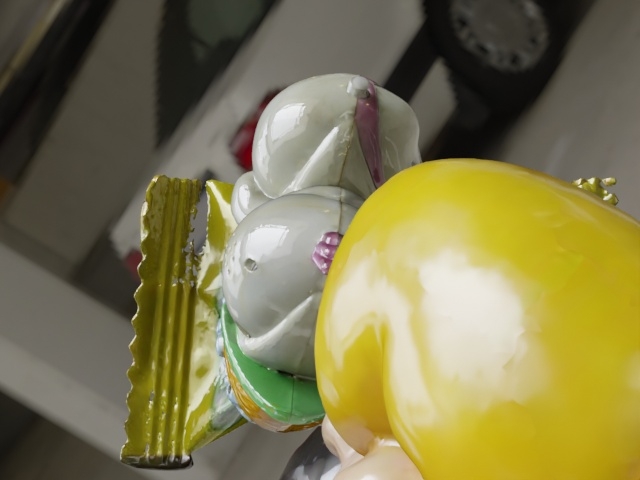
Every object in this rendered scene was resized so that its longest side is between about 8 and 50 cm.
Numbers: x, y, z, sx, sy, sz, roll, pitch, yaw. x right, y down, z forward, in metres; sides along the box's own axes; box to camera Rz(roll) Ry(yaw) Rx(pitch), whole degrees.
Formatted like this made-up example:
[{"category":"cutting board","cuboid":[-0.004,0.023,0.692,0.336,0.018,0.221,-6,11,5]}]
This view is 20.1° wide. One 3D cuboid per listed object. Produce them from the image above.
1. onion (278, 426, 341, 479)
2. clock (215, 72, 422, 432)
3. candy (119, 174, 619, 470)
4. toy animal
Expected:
[{"category":"onion","cuboid":[0.098,0.237,1.321,0.285,0.273,0.273,-4,-43,-49]},{"category":"clock","cuboid":[0.000,0.000,0.962,0.144,0.103,0.231,111,169,-47]},{"category":"candy","cuboid":[0.031,0.050,1.086,0.081,0.297,0.187,70,-157,-78]},{"category":"toy animal","cuboid":[0.021,0.138,0.492,0.247,0.277,0.345,-30,11,-22]}]
